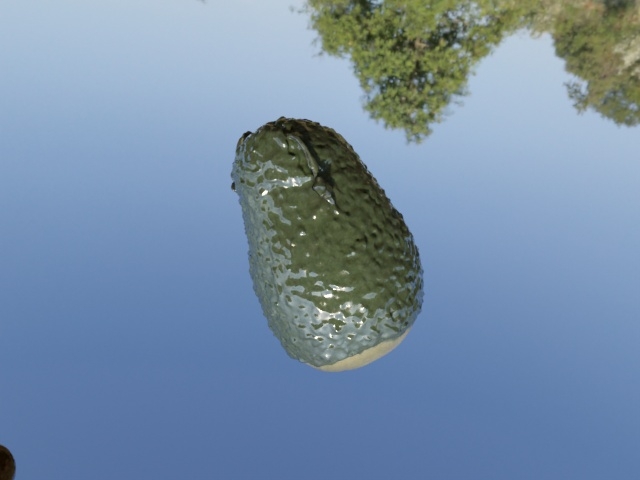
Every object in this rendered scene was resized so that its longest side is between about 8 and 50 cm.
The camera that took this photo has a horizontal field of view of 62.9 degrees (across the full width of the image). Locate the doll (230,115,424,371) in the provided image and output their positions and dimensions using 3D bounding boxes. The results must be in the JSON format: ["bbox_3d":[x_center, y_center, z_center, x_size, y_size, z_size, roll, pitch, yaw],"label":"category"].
[{"bbox_3d":[0.000,0.000,0.726,0.247,0.350,0.247,-23,-165,7],"label":"doll"}]

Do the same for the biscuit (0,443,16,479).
[{"bbox_3d":[-0.307,0.237,0.343,0.179,0.039,0.236,18,-138,-14],"label":"biscuit"}]
